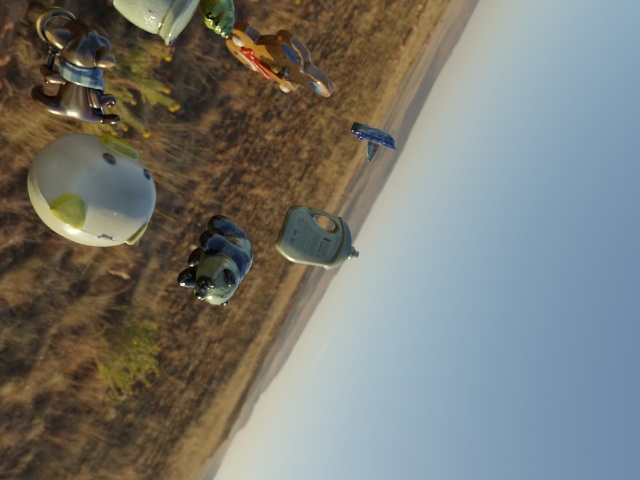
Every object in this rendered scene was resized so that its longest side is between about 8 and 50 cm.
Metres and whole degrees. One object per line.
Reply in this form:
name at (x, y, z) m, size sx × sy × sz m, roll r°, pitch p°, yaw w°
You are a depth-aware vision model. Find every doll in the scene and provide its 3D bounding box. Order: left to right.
doll at (-0.782, -0.550, 1.804) m, size 0.209 × 0.318 × 0.339 m, roll -85°, pitch -162°, yaw -49°
doll at (-0.223, 0.047, 1.227) m, size 0.143 × 0.135 × 0.234 m, roll -58°, pitch -173°, yaw 22°

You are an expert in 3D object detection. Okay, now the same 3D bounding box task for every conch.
conch at (-0.285, -0.638, 1.528) m, size 0.079 × 0.095 × 0.200 m, roll -109°, pitch -176°, yaw -79°

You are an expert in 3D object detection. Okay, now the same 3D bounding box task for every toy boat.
toy boat at (0.169, -0.306, 1.789) m, size 0.110 × 0.175 × 0.091 m, roll -71°, pitch -156°, yaw 13°

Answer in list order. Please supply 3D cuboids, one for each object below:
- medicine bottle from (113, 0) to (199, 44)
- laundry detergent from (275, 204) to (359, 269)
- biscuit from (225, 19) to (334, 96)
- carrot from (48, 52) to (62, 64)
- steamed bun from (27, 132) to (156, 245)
medicine bottle at (-0.345, -0.516, 1.196) m, size 0.147 × 0.143 × 0.147 m, roll -51°, pitch -163°, yaw 22°
laundry detergent at (0.000, 0.000, 1.719) m, size 0.091 × 0.254 × 0.181 m, roll -133°, pitch -118°, yaw -82°
biscuit at (-0.108, -0.391, 1.218) m, size 0.049 × 0.324 × 0.205 m, roll -54°, pitch 138°, yaw -3°
carrot at (-1.102, -0.779, 2.378) m, size 0.263 × 0.102 × 0.101 m, roll 25°, pitch -95°, yaw 49°
steamed bun at (-0.664, -0.147, 1.647) m, size 0.374 × 0.334 × 0.333 m, roll 20°, pitch 100°, yaw -58°
